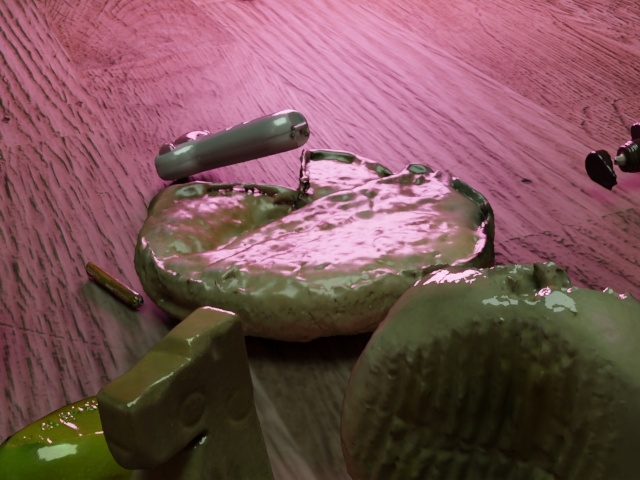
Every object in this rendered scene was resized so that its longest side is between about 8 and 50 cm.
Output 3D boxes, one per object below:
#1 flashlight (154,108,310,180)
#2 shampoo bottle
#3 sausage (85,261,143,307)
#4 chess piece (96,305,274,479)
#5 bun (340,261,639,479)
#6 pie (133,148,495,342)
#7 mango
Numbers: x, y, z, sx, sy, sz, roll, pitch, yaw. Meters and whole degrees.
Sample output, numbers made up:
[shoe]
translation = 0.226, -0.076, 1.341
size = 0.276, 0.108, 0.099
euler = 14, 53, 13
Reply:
[flashlight]
translation = -0.097, -0.104, 1.087
size = 0.200, 0.047, 0.093
euler = -10, 13, 39
[shampoo bottle]
translation = 0.386, -0.100, 1.063
size = 0.236, 0.067, 0.068
euler = -14, 20, -17
[sausage]
translation = -0.191, 0.041, 0.934
size = 0.015, 0.015, 0.100
euler = -25, 35, -33
[chess piece]
translation = -0.066, 0.136, 0.550
size = 0.090, 0.200, 0.090
euler = -4, 28, 2
[bun]
translation = 0.110, 0.085, 0.568
size = 0.178, 0.193, 0.128
euler = 21, 33, 16
[pie]
translation = 0.000, 0.000, 0.923
size = 0.338, 0.075, 0.337
euler = -2, 29, 1
[mango]
translation = -0.139, 0.146, 0.681
size = 0.165, 0.074, 0.091
euler = -10, 21, -36
